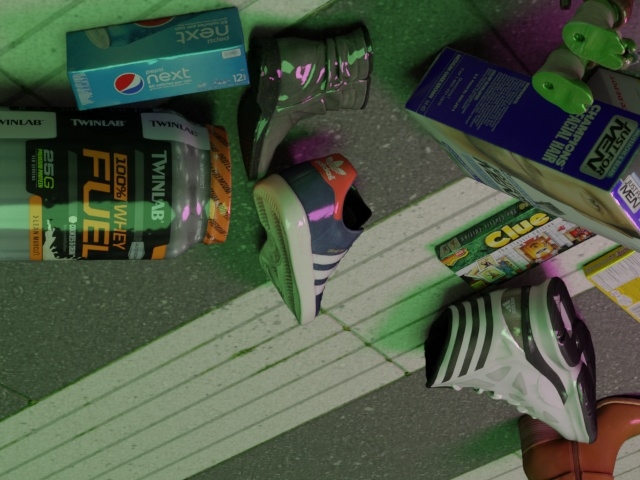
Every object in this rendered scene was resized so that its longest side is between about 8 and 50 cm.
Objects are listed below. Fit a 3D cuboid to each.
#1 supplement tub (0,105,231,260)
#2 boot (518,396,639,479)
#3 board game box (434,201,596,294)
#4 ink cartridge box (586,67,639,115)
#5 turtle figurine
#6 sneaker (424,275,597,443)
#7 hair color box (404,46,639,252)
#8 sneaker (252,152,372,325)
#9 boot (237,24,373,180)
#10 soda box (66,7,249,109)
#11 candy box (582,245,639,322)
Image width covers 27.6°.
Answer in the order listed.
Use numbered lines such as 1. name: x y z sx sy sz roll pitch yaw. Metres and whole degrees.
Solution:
1. supplement tub: -0.277 -0.071 1.630 0.316 0.193 0.193 -1 142 -12
2. boot: 0.514 0.409 2.397 0.283 0.220 0.109 -4 142 -8
3. board game box: 0.317 -0.010 1.977 0.259 0.030 0.136 -30 136 24
4. ink cartridge box: 0.424 -0.131 1.764 0.176 0.128 0.127 12 137 -25
5. turtle figurine: 0.366 -0.251 1.445 0.198 0.266 0.275 -8 129 50
6. sneaker: 0.317 0.210 2.190 0.257 0.169 0.447 -7 144 19
7. hair color box: 0.284 -0.108 1.601 0.110 0.339 0.185 -56 136 -7
8. sneaker: 0.000 0.000 1.850 0.148 0.131 0.350 -30 158 -15
9. boot: -0.016 -0.167 1.664 0.161 0.083 0.246 -5 144 -16
10. soda box: -0.194 -0.217 1.560 0.210 0.071 0.067 -9 142 -2
11. candy box: 0.521 0.069 2.122 0.105 0.027 0.206 -33 137 22
